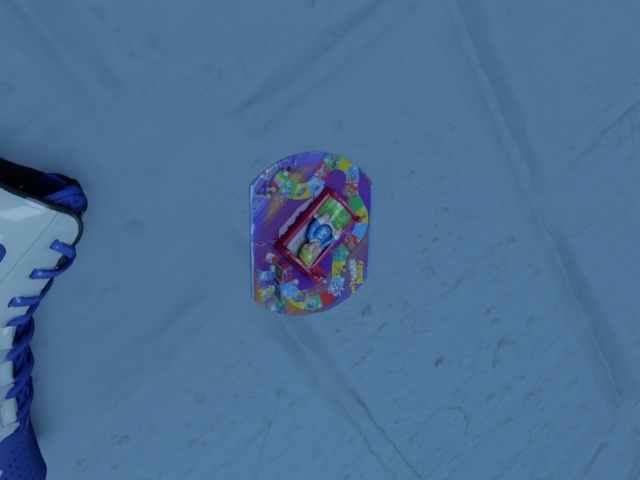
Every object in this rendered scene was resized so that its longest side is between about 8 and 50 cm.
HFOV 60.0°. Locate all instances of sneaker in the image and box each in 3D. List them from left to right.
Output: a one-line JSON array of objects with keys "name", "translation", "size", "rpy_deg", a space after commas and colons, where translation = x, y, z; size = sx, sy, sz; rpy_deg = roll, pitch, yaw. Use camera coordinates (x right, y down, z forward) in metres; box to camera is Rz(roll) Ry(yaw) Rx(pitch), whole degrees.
[{"name": "sneaker", "translation": [-0.234, 0.042, 0.381], "size": [0.182, 0.127, 0.315], "rpy_deg": [-23, 112, -17]}]

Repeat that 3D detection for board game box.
[{"name": "board game box", "translation": [0.000, 0.000, 0.541], "size": [0.133, 0.033, 0.168], "rpy_deg": [-6, 108, -25]}]
